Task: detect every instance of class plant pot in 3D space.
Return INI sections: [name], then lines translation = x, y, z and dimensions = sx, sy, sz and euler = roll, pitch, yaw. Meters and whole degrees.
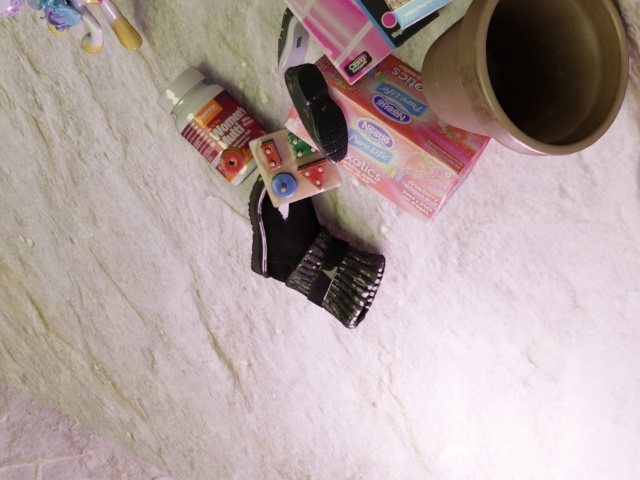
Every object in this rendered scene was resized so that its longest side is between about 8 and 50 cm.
[plant pot]
translation = 0.264, -0.241, 1.456
dimensions = 0.263, 0.263, 0.229
euler = 56, 156, -17

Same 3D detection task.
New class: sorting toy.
[sorting toy]
translation = -0.036, -0.137, 1.821
dimensions = 0.274, 0.046, 0.132
euler = -19, 109, 7

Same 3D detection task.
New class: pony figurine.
[pony figurine]
translation = -0.471, -0.506, 1.802
dimensions = 0.351, 0.303, 0.363
euler = 43, 165, 10

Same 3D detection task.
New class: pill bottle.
[pill bottle]
translation = -0.197, -0.218, 1.939
dimensions = 0.221, 0.121, 0.121
euler = 45, 141, -4

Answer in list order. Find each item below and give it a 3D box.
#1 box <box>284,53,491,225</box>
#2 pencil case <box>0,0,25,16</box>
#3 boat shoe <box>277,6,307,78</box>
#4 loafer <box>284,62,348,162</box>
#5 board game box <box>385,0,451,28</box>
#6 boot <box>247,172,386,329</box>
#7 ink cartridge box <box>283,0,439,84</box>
[box]
translation = 0.112, -0.187, 1.684
dimensions = 0.300, 0.154, 0.142
euler = 36, 141, 9
[pencil case]
translation = -0.634, -0.569, 1.985
dimensions = 0.124, 0.113, 0.273
euler = 39, 142, 17
[boat shoe]
translation = -0.052, -0.343, 1.766
dimensions = 0.040, 0.049, 0.142
euler = 48, 144, 24
[loafer]
translation = -0.006, -0.202, 1.613
dimensions = 0.061, 0.062, 0.170
euler = 16, 132, 57
[board game box]
translation = 0.140, -0.474, 1.347
dimensions = 0.232, 0.141, 0.291
euler = -27, 108, 28
[boot]
translation = 0.002, -0.002, 1.967
dimensions = 0.260, 0.131, 0.348
euler = 29, 145, 20
[ink cartridge box]
translation = 0.000, -0.434, 1.546
dimensions = 0.175, 0.069, 0.371
euler = -38, 98, 10
